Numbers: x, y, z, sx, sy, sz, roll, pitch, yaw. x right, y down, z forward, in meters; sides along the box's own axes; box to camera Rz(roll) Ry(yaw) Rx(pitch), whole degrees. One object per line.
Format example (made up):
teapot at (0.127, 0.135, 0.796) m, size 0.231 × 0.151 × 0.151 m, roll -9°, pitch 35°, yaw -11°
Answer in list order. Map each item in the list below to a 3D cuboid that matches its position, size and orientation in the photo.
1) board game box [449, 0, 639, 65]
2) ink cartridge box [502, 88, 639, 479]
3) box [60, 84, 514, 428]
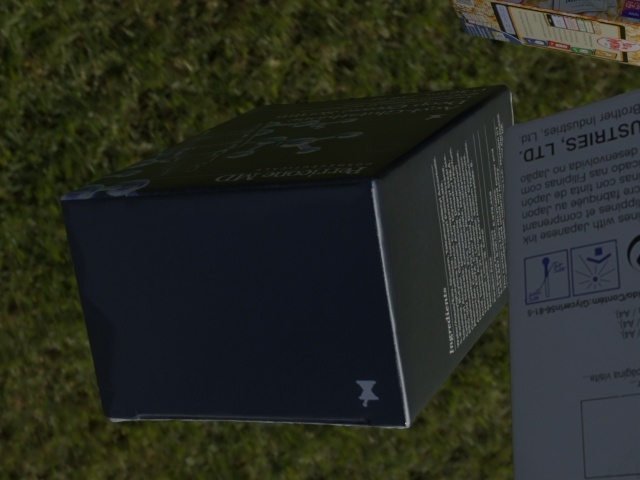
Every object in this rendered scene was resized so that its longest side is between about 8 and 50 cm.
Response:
board game box at (0.226, -0.222, 1.187) m, size 0.147 × 0.193 × 0.045 m, roll 26°, pitch 79°, yaw -74°
ink cartridge box at (0.223, 0.123, 0.496) m, size 0.270 × 0.395 × 0.151 m, roll -14°, pitch 155°, yaw 38°
box at (0.000, 0.000, 1.156) m, size 0.395 × 0.293 × 0.212 m, roll -38°, pitch 122°, yaw -61°
